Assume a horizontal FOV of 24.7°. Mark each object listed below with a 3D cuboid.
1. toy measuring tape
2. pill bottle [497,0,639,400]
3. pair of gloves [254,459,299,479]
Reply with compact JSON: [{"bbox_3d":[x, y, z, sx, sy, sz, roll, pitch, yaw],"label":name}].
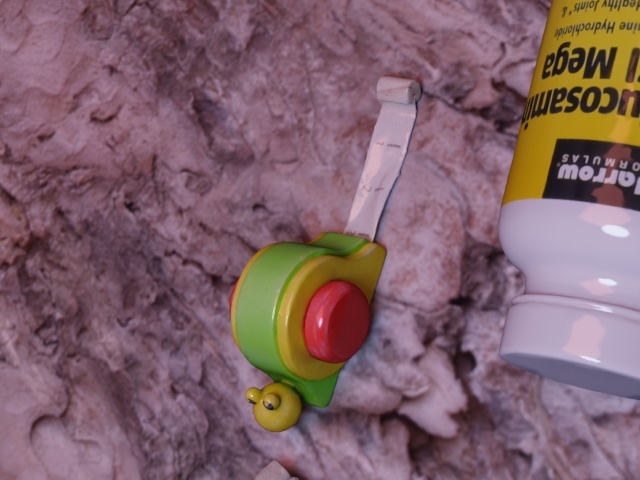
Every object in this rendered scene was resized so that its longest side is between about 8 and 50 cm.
[{"bbox_3d":[0.000,0.000,1.233,0.121,0.121,0.330,12,80,37],"label":"toy measuring tape"},{"bbox_3d":[0.234,-0.061,1.045,0.187,0.188,0.334,7,77,36],"label":"pill bottle"},{"bbox_3d":[-0.042,0.317,1.191,0.204,0.042,0.240,-45,59,6],"label":"pair of gloves"}]
